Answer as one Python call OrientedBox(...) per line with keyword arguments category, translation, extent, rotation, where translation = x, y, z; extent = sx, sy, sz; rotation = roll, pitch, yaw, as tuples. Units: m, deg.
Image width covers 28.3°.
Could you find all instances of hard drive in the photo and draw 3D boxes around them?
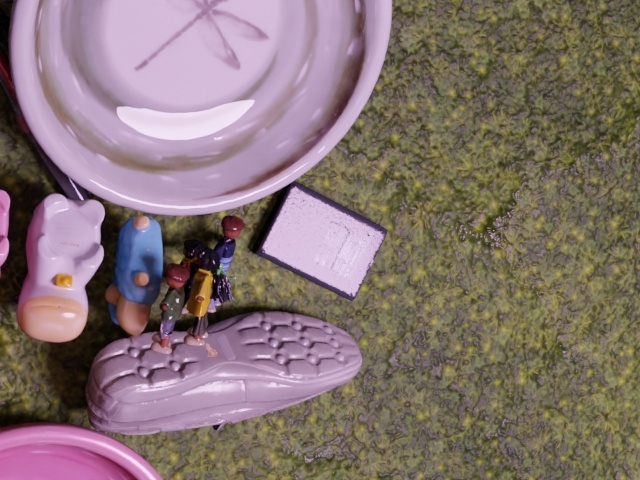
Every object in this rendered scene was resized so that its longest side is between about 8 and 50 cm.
OrientedBox(category="hard drive", translation=(0.000, 0.000, 1.462), extent=(0.135, 0.022, 0.094), rotation=(27, 89, -22))

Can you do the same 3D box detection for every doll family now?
OrientedBox(category="doll family", translation=(-0.127, 0.040, 1.347), extent=(0.076, 0.193, 0.111), rotation=(11, 111, -4))

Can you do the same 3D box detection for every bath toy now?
OrientedBox(category="bath toy", translation=(-0.342, 0.015, 1.284), extent=(0.348, 0.129, 0.151), rotation=(13, 72, -23))

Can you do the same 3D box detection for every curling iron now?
OrientedBox(category="curling iron", translation=(-0.287, -0.130, 1.327), extent=(0.068, 0.035, 0.274), rotation=(-25, 106, -15))

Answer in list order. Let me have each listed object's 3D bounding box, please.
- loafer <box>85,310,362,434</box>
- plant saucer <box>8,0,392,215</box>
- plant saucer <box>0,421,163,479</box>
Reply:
OrientedBox(category="loafer", translation=(-0.106, 0.152, 1.415), extent=(0.319, 0.112, 0.111), rotation=(-3, 138, -26))
OrientedBox(category="plant saucer", translation=(-0.125, -0.220, 1.302), extent=(0.401, 0.100, 0.400), rotation=(-12, 124, -19))
OrientedBox(category="plant saucer", translation=(-0.312, 0.351, 1.371), extent=(0.332, 0.084, 0.332), rotation=(-3, 99, -21))
